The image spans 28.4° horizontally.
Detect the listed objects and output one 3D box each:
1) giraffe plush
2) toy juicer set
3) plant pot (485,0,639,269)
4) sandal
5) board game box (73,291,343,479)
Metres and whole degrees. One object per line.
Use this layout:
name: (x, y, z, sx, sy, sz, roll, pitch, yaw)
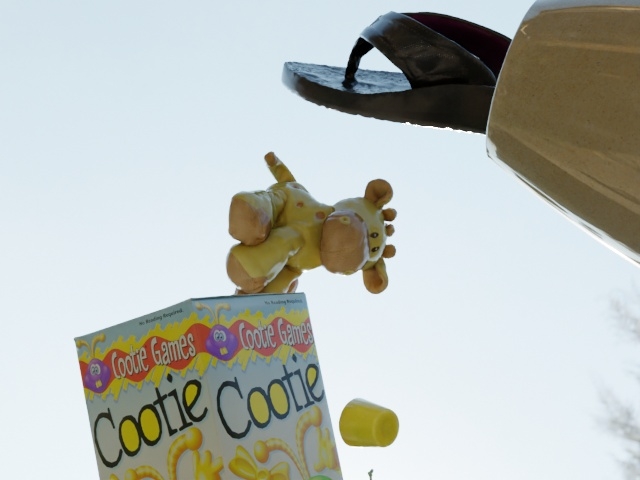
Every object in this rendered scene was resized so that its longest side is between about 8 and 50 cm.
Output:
giraffe plush: (0.000, 0.000, 1.504, 0.170, 0.210, 0.181, 8, -49, 16)
toy juicer set: (-0.030, 0.335, 1.648, 0.089, 0.329, 0.209, 3, -82, 47)
plant pot: (0.266, -0.075, 0.894, 0.274, 0.256, 0.256, 20, -49, 17)
sandal: (0.148, -0.163, 1.227, 0.446, 0.167, 0.107, 14, -75, 41)
board game box: (-0.079, 0.193, 1.014, 0.144, 0.142, 0.275, -20, -102, 37)
